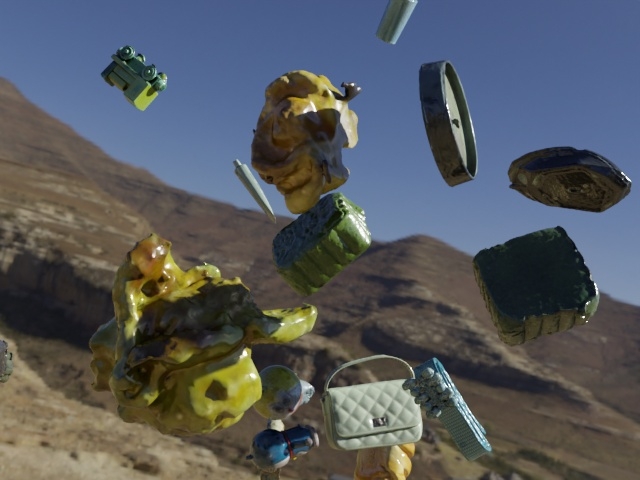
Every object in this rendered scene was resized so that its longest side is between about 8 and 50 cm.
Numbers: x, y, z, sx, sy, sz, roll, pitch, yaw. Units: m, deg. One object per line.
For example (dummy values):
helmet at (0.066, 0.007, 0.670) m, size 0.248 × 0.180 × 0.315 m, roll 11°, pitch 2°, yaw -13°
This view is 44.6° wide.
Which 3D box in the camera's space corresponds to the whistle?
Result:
whistle at (-0.074, 0.348, 1.751) m, size 0.123 × 0.123 × 0.223 m, roll 11°, pitch -8°, yaw 31°

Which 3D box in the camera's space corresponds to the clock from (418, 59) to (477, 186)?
clock at (0.281, -0.256, 1.692) m, size 0.055 × 0.280 × 0.280 m, roll -12°, pitch -14°, yaw 21°

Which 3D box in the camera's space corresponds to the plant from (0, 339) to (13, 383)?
plant at (-0.617, 0.219, 1.427) m, size 0.092 × 0.094 × 0.143 m, roll -9°, pitch -21°, yaw -11°

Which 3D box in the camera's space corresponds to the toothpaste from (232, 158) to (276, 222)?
toothpaste at (-0.189, -0.143, 2.245) m, size 0.218 × 0.041 × 0.064 m, roll 56°, pitch -11°, yaw 11°

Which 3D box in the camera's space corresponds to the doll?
doll at (-0.082, 0.423, 1.599) m, size 0.152 × 0.085 × 0.114 m, roll -15°, pitch -3°, yaw -20°

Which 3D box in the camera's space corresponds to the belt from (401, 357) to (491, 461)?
belt at (0.213, 0.281, 1.275) m, size 0.179 × 0.065 × 0.100 m, roll 55°, pitch 17°, yaw 4°

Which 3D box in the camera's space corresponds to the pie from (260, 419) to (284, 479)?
pie at (-0.128, 0.596, 2.022) m, size 0.055 × 0.274 × 0.274 m, roll 4°, pitch -4°, yaw -2°

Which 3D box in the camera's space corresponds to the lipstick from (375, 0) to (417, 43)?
lipstick at (0.223, -0.636, 1.979) m, size 0.068 × 0.274 × 0.061 m, roll 5°, pitch 35°, yaw -34°

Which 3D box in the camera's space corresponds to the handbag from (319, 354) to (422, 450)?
handbag at (0.126, 0.394, 1.908) m, size 0.256 × 0.219 × 0.079 m, roll -4°, pitch -9°, yaw -16°

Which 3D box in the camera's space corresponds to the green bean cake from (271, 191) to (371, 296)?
green bean cake at (0.000, 0.000, 1.916) m, size 0.125 × 0.248 × 0.222 m, roll 49°, pitch 10°, yaw -21°

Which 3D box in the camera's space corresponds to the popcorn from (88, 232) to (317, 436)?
popcorn at (-0.207, 0.165, 1.270) m, size 0.321 × 0.290 × 0.325 m, roll 22°, pitch 22°, yaw -21°

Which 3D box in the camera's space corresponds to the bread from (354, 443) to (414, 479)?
bread at (0.187, 0.569, 2.163) m, size 0.121 × 0.311 × 0.173 m, roll 36°, pitch -37°, yaw -28°

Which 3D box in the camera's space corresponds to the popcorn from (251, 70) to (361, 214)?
popcorn at (-0.046, -0.239, 1.791) m, size 0.281 × 0.316 × 0.297 m, roll 3°, pitch -54°, yaw 36°

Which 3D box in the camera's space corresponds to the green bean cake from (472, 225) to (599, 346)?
green bean cake at (0.459, 0.098, 1.657) m, size 0.227 × 0.222 × 0.125 m, roll -21°, pitch -33°, yaw 6°

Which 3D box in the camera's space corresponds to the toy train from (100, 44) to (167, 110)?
toy train at (-0.322, -0.283, 1.352) m, size 0.122 × 0.081 × 0.050 m, roll 39°, pitch -2°, yaw 22°

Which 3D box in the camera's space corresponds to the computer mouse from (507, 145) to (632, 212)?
computer mouse at (0.383, -0.099, 1.196) m, size 0.192 × 0.062 × 0.106 m, roll 7°, pitch -34°, yaw 41°
